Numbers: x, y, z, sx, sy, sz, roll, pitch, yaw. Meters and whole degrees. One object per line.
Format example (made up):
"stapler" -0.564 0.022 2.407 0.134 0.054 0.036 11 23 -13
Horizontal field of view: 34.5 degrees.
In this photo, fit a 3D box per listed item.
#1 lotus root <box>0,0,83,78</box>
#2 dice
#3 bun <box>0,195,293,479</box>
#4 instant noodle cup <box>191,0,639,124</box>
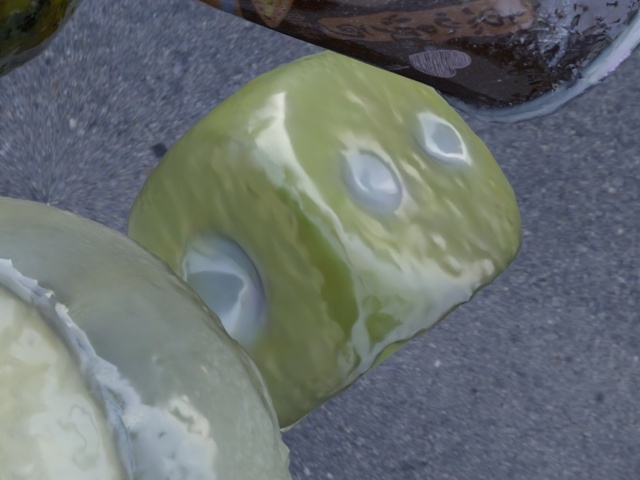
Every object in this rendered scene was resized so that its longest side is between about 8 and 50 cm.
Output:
"lotus root" -0.302 -0.201 0.614 0.346 0.250 0.250 -5 93 -30
"dice" 0.000 0.000 0.848 0.233 0.238 0.226 -28 78 -47
"bun" -0.160 0.153 0.550 0.364 0.202 0.364 1 92 29
"instant noodle cup" 0.009 -0.168 0.385 0.207 0.217 0.217 9 90 -25
